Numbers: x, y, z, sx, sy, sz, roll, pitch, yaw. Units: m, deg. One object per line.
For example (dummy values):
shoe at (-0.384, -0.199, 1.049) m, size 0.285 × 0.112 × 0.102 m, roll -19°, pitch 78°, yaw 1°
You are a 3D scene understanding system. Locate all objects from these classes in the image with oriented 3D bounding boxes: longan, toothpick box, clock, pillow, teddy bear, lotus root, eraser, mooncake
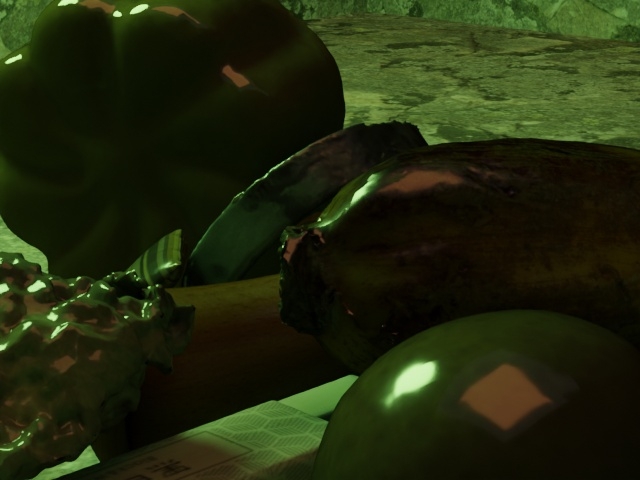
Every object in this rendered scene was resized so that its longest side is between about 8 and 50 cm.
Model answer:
longan at (0.115, 0.146, 0.909) m, size 0.248 × 0.248 × 0.248 m, roll -1°, pitch 16°, yaw 0°
toothpick box at (-0.048, 0.087, 1.194) m, size 0.294 × 0.192 × 0.192 m, roll -15°, pitch 20°, yaw -26°
clock at (0.000, 0.000, 1.387) m, size 0.280 × 0.281 × 0.055 m, roll -16°, pitch 59°, yaw -42°
pillow at (-0.194, 0.077, 1.311) m, size 0.203 × 0.038 × 0.113 m, roll -43°, pitch 13°, yaw 9°
teddy bear at (-0.275, 0.087, 1.022) m, size 0.367 × 0.224 × 0.357 m, roll -23°, pitch 21°, yaw 14°
lotus root at (0.150, 0.021, 1.083) m, size 0.397 × 0.179 × 0.196 m, roll -2°, pitch 58°, yaw -21°
eraser at (-0.091, 0.192, 0.979) m, size 0.404 × 0.096 × 0.098 m, roll -16°, pitch 21°, yaw -41°
mooncake at (-0.169, -0.096, 1.523) m, size 0.378 × 0.379 × 0.201 m, roll 4°, pitch 17°, yaw 17°
